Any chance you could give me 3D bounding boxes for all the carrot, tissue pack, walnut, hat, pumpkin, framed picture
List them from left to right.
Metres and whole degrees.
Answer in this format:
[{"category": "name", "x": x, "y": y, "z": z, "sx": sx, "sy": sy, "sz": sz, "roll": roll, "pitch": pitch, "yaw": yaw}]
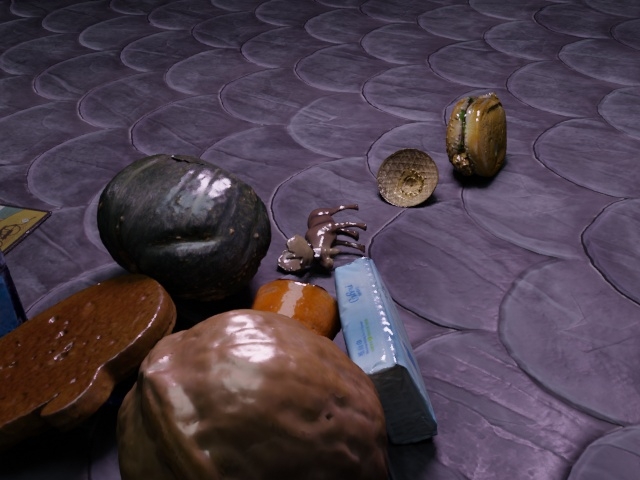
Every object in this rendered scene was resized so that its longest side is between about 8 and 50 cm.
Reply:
[{"category": "framed picture", "x": -0.816, "y": -0.023, "z": 1.626, "sx": 0.323, "sy": 0.013, "sz": 0.244, "roll": 9, "pitch": 35, "yaw": 16}, {"category": "pumpkin", "x": -0.248, "y": -0.019, "z": 1.355, "sx": 0.327, "sy": 0.291, "sz": 0.257, "roll": 30, "pitch": 71, "yaw": 23}, {"category": "walnut", "x": -0.087, "y": 0.239, "z": 0.880, "sx": 0.306, "sy": 0.344, "sz": 0.306, "roll": -26, "pitch": 40, "yaw": 24}, {"category": "carrot", "x": -0.061, "y": 0.185, "z": 1.161, "sx": 0.159, "sy": 0.159, "sz": 0.225, "roll": 7, "pitch": 45, "yaw": 14}, {"category": "tissue pack", "x": 0.096, "y": 0.170, "z": 1.134, "sx": 0.089, "sy": 0.177, "sz": 0.263, "roll": -23, "pitch": 34, "yaw": 6}, {"category": "hat", "x": 0.210, "y": -0.139, "z": 1.689, "sx": 0.146, "sy": 0.067, "sz": 0.146, "roll": -4, "pitch": 74, "yaw": 16}]

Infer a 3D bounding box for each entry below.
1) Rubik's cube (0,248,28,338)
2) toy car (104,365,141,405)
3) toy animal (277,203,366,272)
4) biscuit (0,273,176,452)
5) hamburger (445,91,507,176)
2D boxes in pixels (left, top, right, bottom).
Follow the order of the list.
[{"category": "Rubik's cube", "x": -0.748, "y": 0.064, "z": 1.221, "sx": 0.316, "sy": 0.319, "sz": 0.313, "roll": 24, "pitch": 42, "yaw": 32}, {"category": "toy car", "x": -0.282, "y": 0.234, "z": 1.156, "sx": 0.216, "sy": 0.063, "sz": 0.103, "roll": 3, "pitch": 33, "yaw": 23}, {"category": "toy animal", "x": 0.000, "y": 0.000, "z": 1.481, "sx": 0.186, "sy": 0.094, "sz": 0.214, "roll": -2, "pitch": 26, "yaw": -6}, {"category": "biscuit", "x": -0.407, "y": 0.201, "z": 1.141, "sx": 0.394, "sy": 0.070, "sz": 0.350, "roll": -29, "pitch": 29, "yaw": -12}, {"category": "hamburger", "x": 0.369, "y": -0.250, "z": 1.733, "sx": 0.122, "sy": 0.189, "sz": 0.215, "roll": 7, "pitch": 36, "yaw": 30}]
